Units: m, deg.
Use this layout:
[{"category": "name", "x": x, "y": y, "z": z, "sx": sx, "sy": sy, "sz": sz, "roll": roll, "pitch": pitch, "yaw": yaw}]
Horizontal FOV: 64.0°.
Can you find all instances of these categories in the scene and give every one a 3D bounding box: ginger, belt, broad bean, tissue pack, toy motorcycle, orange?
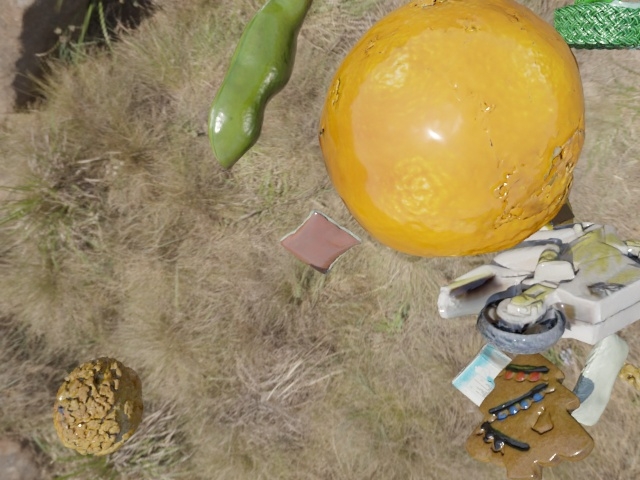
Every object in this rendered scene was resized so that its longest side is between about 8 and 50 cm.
[{"category": "ginger", "x": 0.876, "y": 0.413, "z": 1.367, "sx": 0.053, "sy": 0.176, "sz": 0.193, "roll": -40, "pitch": 48, "yaw": -7}, {"category": "belt", "x": 0.419, "y": -0.327, "z": 0.762, "sx": 0.121, "sy": 0.151, "sz": 0.079, "roll": -1, "pitch": 111, "yaw": -13}, {"category": "broad bean", "x": -0.055, "y": -0.224, "z": 0.541, "sx": 0.056, "sy": 0.098, "sz": 0.317, "roll": 20, "pitch": 97, "yaw": 27}, {"category": "tissue pack", "x": 0.630, "y": 0.512, "z": 1.789, "sx": 0.271, "sy": 0.124, "sz": 0.201, "roll": 41, "pitch": 131, "yaw": 17}, {"category": "toy motorcycle", "x": 0.317, "y": 0.046, "z": 0.685, "sx": 0.341, "sy": 0.223, "sz": 0.107, "roll": -18, "pitch": 116, "yaw": -21}, {"category": "orange", "x": 0.119, "y": -0.104, "z": 0.488, "sx": 0.246, "sy": 0.246, "sz": 0.245, "roll": 2, "pitch": 101, "yaw": 12}]

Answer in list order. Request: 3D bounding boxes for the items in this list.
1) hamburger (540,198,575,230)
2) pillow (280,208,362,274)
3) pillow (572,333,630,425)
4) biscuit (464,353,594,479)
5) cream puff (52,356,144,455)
[{"category": "hamburger", "x": 0.542, "y": -0.107, "z": 1.363, "sx": 0.151, "sy": 0.227, "sz": 0.295, "roll": -42, "pitch": 54, "yaw": 53}, {"category": "pillow", "x": 0.000, "y": 0.000, "z": 1.429, "sx": 0.171, "sy": 0.075, "sz": 0.179, "roll": 35, "pitch": 129, "yaw": -17}, {"category": "pillow", "x": 0.653, "y": 0.322, "z": 1.198, "sx": 0.128, "sy": 0.051, "sz": 0.229, "roll": 32, "pitch": 84, "yaw": -33}, {"category": "biscuit", "x": 0.433, "y": 0.360, "z": 1.097, "sx": 0.043, "sy": 0.301, "sz": 0.278, "roll": 40, "pitch": 135, "yaw": -22}, {"category": "cream puff", "x": -0.373, "y": 0.272, "z": 0.853, "sx": 0.150, "sy": 0.115, "sz": 0.165, "roll": -41, "pitch": 53, "yaw": -5}]
